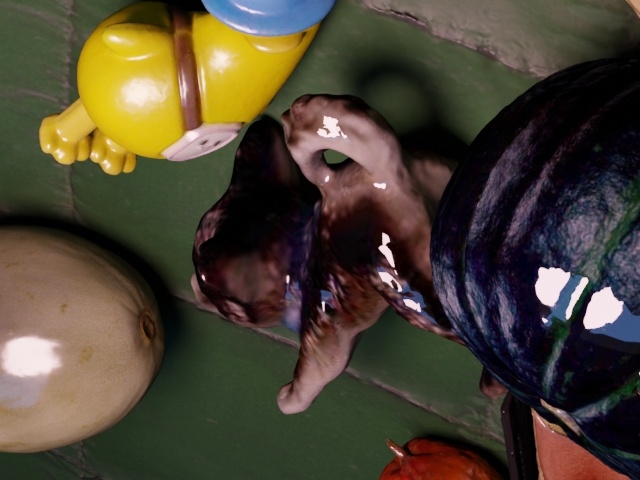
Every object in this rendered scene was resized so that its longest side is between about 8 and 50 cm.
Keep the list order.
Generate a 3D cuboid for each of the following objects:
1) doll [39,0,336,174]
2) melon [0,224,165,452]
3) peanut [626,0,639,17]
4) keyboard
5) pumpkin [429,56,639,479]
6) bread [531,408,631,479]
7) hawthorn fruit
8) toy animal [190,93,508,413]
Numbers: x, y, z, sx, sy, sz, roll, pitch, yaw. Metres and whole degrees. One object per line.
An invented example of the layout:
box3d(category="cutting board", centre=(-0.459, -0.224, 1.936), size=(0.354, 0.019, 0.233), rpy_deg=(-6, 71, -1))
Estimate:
box3d(category="doll", centre=(-0.099, -0.162, 1.319), size=(0.199, 0.145, 0.363), rpy_deg=(10, 151, -42))
box3d(category="melon", centre=(-0.322, 0.108, 1.657), size=(0.308, 0.272, 0.272), rpy_deg=(21, 144, 36))
box3d(category="peanut", centre=(0.211, -0.213, 1.042), size=(0.274, 0.111, 0.125), rpy_deg=(39, 148, -8))
box3d(category="keyboard", centre=(0.211, 0.227, 1.552), size=(0.017, 0.087, 0.250), rpy_deg=(8, 136, 21))
box3d(category="pumpkin", centre=(0.254, 0.031, 1.117), size=(0.363, 0.266, 0.363), rpy_deg=(35, 173, 5))
box3d(category="bread", centre=(0.271, 0.221, 1.518), size=(0.119, 0.067, 0.192), rpy_deg=(5, 135, 17))
box3d(category="hawthorn fruit", centre=(0.134, 0.307, 1.640), size=(0.173, 0.173, 0.179), rpy_deg=(14, 139, 23))
box3d(category="toy animal", centre=(0.000, 0.000, 1.374), size=(0.344, 0.194, 0.303), rpy_deg=(-15, 129, 41))
